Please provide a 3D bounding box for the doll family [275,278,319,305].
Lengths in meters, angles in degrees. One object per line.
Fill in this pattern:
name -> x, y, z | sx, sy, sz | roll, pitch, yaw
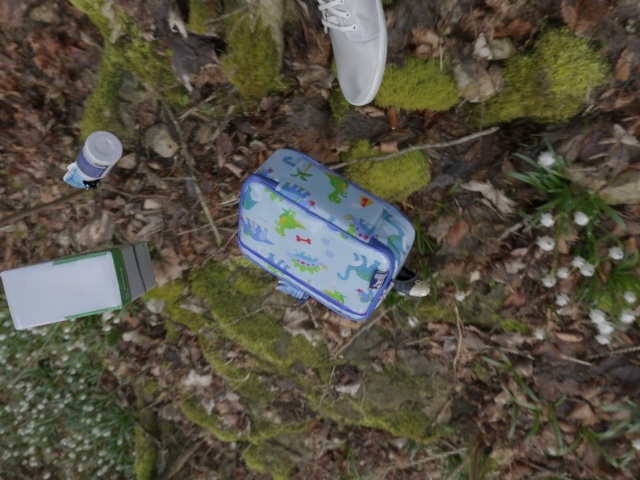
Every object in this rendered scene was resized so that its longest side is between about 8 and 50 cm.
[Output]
doll family -> -0.032, 0.079, 1.343 | 0.112, 0.076, 0.193 | 23, 134, -3

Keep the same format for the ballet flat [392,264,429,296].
ballet flat -> 0.139, 0.052, 1.078 | 0.173, 0.058, 0.049 | 38, 133, 36

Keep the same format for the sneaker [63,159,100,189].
sneaker -> -0.565, -0.146, 1.344 | 0.063, 0.162, 0.073 | -42, 100, -23

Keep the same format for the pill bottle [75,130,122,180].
pill bottle -> -0.429, -0.158, 1.080 | 0.120, 0.067, 0.067 | -23, 100, 52

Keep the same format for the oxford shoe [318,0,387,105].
oxford shoe -> 0.049, -0.499, 1.171 | 0.169, 0.130, 0.449 | 30, 136, 42

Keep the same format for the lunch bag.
lunch bag -> 0.000, 0.000, 0.726 | 0.219, 0.090, 0.176 | 32, 143, 8

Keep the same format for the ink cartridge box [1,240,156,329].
ink cartridge box -> -0.354, 0.060, 0.862 | 0.153, 0.208, 0.086 | -12, 95, -2
